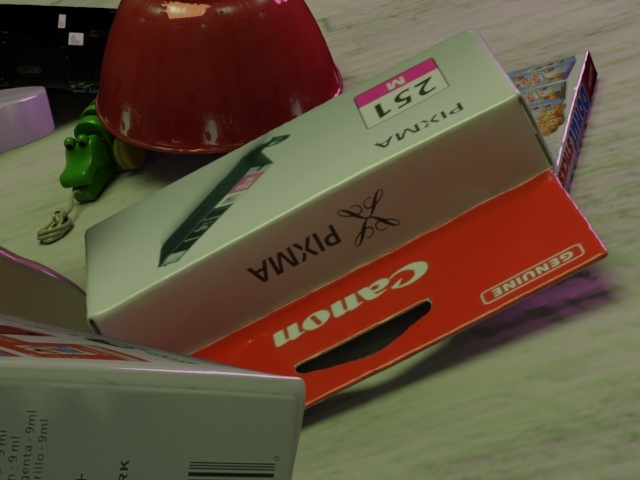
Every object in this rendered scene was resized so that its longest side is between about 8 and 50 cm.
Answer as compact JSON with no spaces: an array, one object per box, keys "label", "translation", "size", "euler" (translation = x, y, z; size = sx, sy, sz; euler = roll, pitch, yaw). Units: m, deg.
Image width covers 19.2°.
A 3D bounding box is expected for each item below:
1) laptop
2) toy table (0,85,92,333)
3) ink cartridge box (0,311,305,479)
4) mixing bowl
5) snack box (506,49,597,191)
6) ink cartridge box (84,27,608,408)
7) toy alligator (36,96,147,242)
[{"label":"laptop","translation":[-0.293,-0.113,1.644],"size":[0.264,0.136,0.234],"euler":[1,23,-8]},{"label":"toy table","translation":[-0.280,0.015,1.132],"size":[0.274,0.160,0.252],"euler":[-13,12,2]},{"label":"ink cartridge box","translation":[-0.212,0.094,0.832],"size":[0.272,0.130,0.309],"euler":[7,1,-39]},{"label":"mixing bowl","translation":[-0.079,-0.147,1.358],"size":[0.181,0.098,0.181],"euler":[-4,33,3]},{"label":"snack box","translation":[0.127,-0.064,1.152],"size":[0.064,0.022,0.178],"euler":[-15,25,23]},{"label":"ink cartridge box","translation":[0.000,0.000,1.057],"size":[0.275,0.060,0.239],"euler":[-27,23,4]},{"label":"toy alligator","translation":[-0.165,-0.069,1.387],"size":[0.056,0.051,0.189],"euler":[-9,28,31]}]
